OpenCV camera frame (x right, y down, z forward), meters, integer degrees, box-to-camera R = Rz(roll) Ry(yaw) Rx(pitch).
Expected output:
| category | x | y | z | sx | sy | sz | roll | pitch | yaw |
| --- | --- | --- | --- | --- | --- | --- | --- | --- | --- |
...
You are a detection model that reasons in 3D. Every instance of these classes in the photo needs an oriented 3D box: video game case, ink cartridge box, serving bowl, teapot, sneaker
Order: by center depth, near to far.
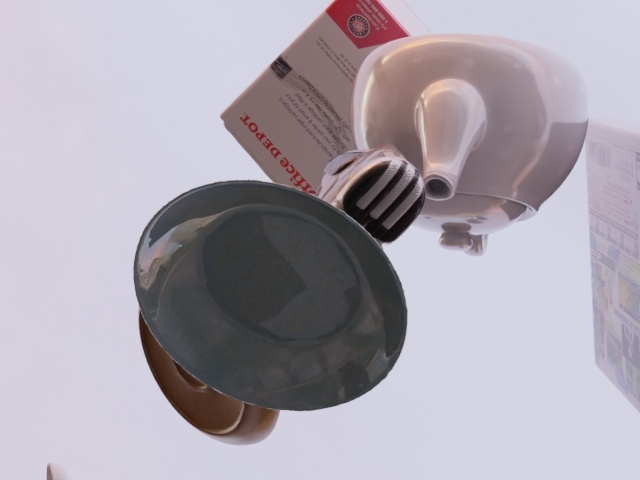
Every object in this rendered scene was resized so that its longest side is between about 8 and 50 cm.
| category | x | y | z | sx | sy | sz | roll | pitch | yaw |
| --- | --- | --- | --- | --- | --- | --- | --- | --- | --- |
| sneaker | 0.000 | 0.000 | 1.055 | 0.228 | 0.132 | 0.086 | -42 | -71 | 14 |
| teapot | 0.141 | -0.081 | 1.160 | 0.252 | 0.256 | 0.187 | -8 | -105 | 58 |
| video game case | 0.336 | 0.030 | 1.232 | 0.036 | 0.329 | 0.300 | -5 | -80 | 0 |
| ink cartridge box | 0.029 | -0.163 | 1.365 | 0.237 | 0.100 | 0.172 | -42 | -91 | 22 |
| serving bowl | -0.344 | 0.334 | 1.559 | 0.083 | 0.027 | 0.083 | 177 | -90 | -70 |

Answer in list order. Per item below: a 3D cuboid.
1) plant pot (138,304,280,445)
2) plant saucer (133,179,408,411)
| category | x | y | z | sx | sy | sz | roll | pitch | yaw |
| --- | --- | --- | --- | --- | --- | --- | --- | --- | --- |
| plant pot | -0.136 | 0.130 | 1.326 | 0.236 | 0.032 | 0.236 | 26 | -51 | 37 |
| plant saucer | -0.032 | 0.033 | 0.812 | 0.194 | 0.037 | 0.195 | 8 | -54 | 11 |
